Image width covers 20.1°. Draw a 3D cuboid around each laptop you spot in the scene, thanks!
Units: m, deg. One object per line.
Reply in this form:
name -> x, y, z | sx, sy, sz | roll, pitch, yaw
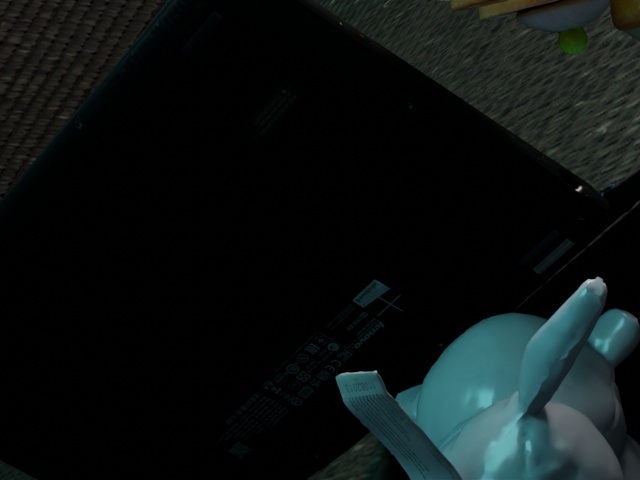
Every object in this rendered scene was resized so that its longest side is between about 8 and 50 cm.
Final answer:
laptop -> 0.000, 0.000, 1.134 | 0.382, 0.408, 0.236 | -45, 25, 31

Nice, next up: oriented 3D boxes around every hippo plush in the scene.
hippo plush -> 0.079, 0.145, 0.950 | 0.234, 0.294, 0.236 | -22, 18, 10

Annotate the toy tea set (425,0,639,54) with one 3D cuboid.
toy tea set -> 0.161, -0.142, 1.033 | 0.200, 0.124, 0.336 | -14, 4, 12
